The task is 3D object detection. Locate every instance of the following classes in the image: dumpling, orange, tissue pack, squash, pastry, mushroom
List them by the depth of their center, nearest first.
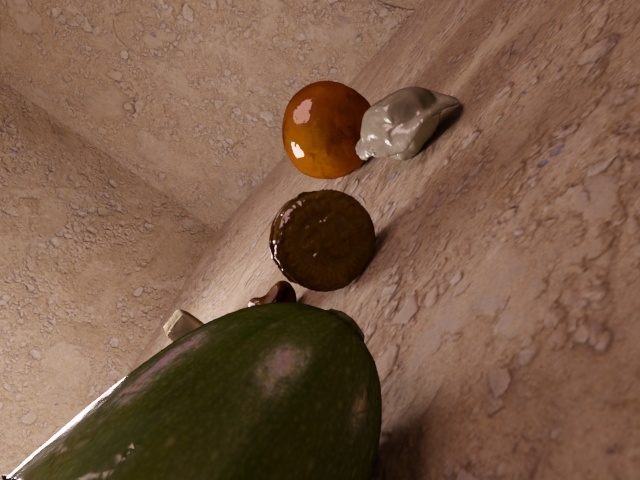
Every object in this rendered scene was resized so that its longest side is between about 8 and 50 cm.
[{"bbox_3d":[-0.085,0.194,0.557,0.310,0.310,0.308,-35,18,51],"label":"squash"},{"bbox_3d":[0.000,0.000,0.978,0.188,0.189,0.103,-54,11,-3],"label":"pastry"},{"bbox_3d":[0.162,-0.232,1.111,0.250,0.132,0.162,-17,27,42],"label":"dumpling"},{"bbox_3d":[-0.101,0.139,1.136,0.127,0.087,0.127,-53,13,18],"label":"mushroom"},{"bbox_3d":[0.018,-0.289,1.435,0.261,0.261,0.261,-49,15,18],"label":"orange"},{"bbox_3d":[-0.360,0.268,1.533,0.092,0.148,0.196,-54,14,-14],"label":"tissue pack"}]
